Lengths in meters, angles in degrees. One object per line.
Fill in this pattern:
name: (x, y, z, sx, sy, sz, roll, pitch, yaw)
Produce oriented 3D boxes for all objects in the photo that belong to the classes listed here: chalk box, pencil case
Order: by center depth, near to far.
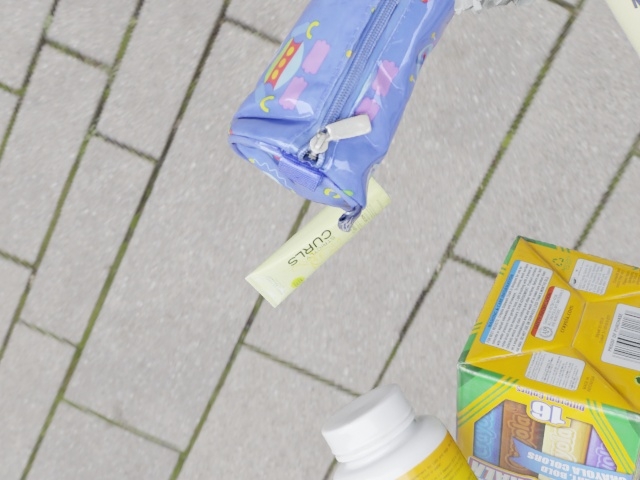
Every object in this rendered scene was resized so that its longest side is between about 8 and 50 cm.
pencil case: (0.046, -0.166, 0.843, 0.119, 0.133, 0.306, 30, 90, -11)
chalk box: (0.245, 0.170, 1.128, 0.179, 0.180, 0.289, 16, 140, 18)

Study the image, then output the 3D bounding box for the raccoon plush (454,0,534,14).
raccoon plush: (0.239, -0.151, 0.297, 0.446, 0.299, 0.216, 21, 135, 34)

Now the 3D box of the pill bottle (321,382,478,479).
pill bottle: (0.091, 0.242, 1.017, 0.117, 0.117, 0.215, -30, 94, 12)

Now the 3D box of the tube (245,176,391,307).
tube: (0.000, 0.000, 1.654, 0.240, 0.062, 0.070, -41, 97, -2)

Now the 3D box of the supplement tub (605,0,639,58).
supplement tub: (0.550, -0.350, 1.606, 0.235, 0.235, 0.325, -34, 109, 13)
